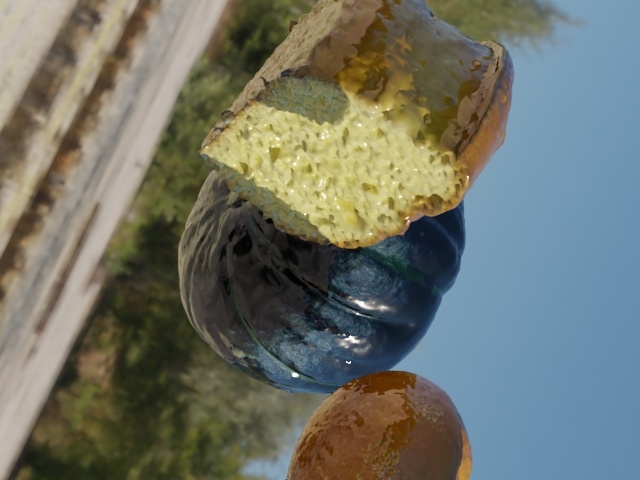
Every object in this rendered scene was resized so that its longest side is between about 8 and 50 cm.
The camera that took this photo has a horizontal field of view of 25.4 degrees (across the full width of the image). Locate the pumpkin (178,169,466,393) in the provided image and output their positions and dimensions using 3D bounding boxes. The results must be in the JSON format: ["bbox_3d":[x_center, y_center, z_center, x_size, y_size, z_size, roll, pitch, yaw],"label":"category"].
[{"bbox_3d":[0.000,0.000,1.657,0.363,0.266,0.363,-40,-145,36],"label":"pumpkin"}]

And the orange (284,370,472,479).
[{"bbox_3d":[0.043,0.154,0.982,0.135,0.118,0.135,21,90,-75],"label":"orange"}]

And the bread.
[{"bbox_3d":[0.039,-0.119,1.203,0.179,0.194,0.340,-60,-167,-19],"label":"bread"}]
